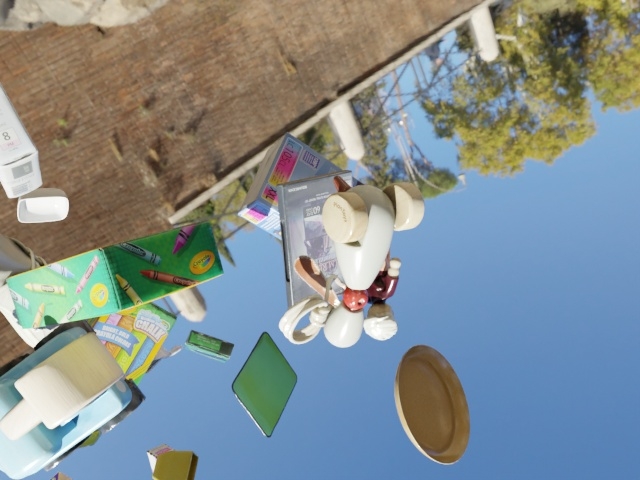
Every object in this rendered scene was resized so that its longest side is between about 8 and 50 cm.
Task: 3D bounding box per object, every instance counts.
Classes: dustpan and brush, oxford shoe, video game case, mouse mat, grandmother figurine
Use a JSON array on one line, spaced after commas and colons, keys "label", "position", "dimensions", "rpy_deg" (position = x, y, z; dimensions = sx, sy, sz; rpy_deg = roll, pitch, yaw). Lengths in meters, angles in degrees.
[{"label": "dustpan and brush", "position": [-0.492, 0.356, 1.729], "dimensions": [0.147, 0.060, 0.211], "rpy_deg": [-31, -172, 27]}, {"label": "oxford shoe", "position": [-0.620, 0.079, 1.183], "dimensions": [0.130, 0.449, 0.169], "rpy_deg": [-13, -128, -4]}, {"label": "video game case", "position": [0.000, 0.000, 1.205], "dimensions": [0.196, 0.274, 0.026], "rpy_deg": [-17, -161, -40]}, {"label": "mouse mat", "position": [-0.116, 0.307, 1.226], "dimensions": [0.007, 0.152, 0.189], "rpy_deg": [-21, -159, 30]}, {"label": "grandmother figurine", "position": [0.147, 0.086, 1.474], "dimensions": [0.104, 0.342, 0.208], "rpy_deg": [0, 169, -19]}]

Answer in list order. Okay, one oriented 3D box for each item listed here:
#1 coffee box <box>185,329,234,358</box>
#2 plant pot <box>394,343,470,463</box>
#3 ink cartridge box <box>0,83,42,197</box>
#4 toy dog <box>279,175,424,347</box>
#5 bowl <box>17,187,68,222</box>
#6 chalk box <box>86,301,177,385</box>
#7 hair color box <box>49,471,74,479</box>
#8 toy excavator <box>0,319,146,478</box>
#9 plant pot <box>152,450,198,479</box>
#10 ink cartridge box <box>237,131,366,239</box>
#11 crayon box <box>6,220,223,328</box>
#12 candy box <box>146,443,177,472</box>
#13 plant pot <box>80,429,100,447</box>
[{"label": "coffee box", "position": [-0.277, 0.263, 1.404], "dimensions": [0.184, 0.113, 0.040], "rpy_deg": [127, -18, -71]}, {"label": "plant pot", "position": [0.222, 0.329, 1.147], "dimensions": [0.032, 0.236, 0.236], "rpy_deg": [-29, -162, 38]}, {"label": "ink cartridge box", "position": [-0.443, -0.184, 0.741], "dimensions": [0.066, 0.232, 0.189], "rpy_deg": [-32, -174, -25]}, {"label": "toy dog", "position": [0.042, 0.020, 1.010], "dimensions": [0.161, 0.220, 0.333], "rpy_deg": [47, -66, 44]}, {"label": "bowl", "position": [-0.855, -0.113, 1.743], "dimensions": [0.142, 0.053, 0.142], "rpy_deg": [-6, 152, -31]}, {"label": "chalk box", "position": [-0.500, 0.210, 1.432], "dimensions": [0.180, 0.179, 0.289], "rpy_deg": [5, -117, 56]}, {"label": "hair color box", "position": [-0.683, 0.808, 1.527], "dimensions": [0.110, 0.185, 0.339], "rpy_deg": [-44, -153, -4]}, {"label": "toy excavator", "position": [-0.458, 0.277, 0.954], "dimensions": [0.433, 0.222, 0.445], "rpy_deg": [-36, -176, 6]}, {"label": "plant pot", "position": [-0.329, 0.518, 1.278], "dimensions": [0.083, 0.081, 0.081], "rpy_deg": [7, -119, 2]}, {"label": "ink cartridge box", "position": [-0.021, -0.111, 1.791], "dimensions": [0.151, 0.395, 0.270], "rpy_deg": [-24, -140, 55]}, {"label": "crayon box", "position": [-0.291, 0.050, 0.789], "dimensions": [0.278, 0.081, 0.165], "rpy_deg": [-13, -175, 39]}, {"label": "candy box", "position": [-0.520, 0.804, 1.951], "dimensions": [0.070, 0.164, 0.196], "rpy_deg": [-16, -179, -32]}, {"label": "plant pot", "position": [-0.756, 0.507, 1.672], "dimensions": [0.227, 0.207, 0.228], "rpy_deg": [-12, 176, -15]}]
